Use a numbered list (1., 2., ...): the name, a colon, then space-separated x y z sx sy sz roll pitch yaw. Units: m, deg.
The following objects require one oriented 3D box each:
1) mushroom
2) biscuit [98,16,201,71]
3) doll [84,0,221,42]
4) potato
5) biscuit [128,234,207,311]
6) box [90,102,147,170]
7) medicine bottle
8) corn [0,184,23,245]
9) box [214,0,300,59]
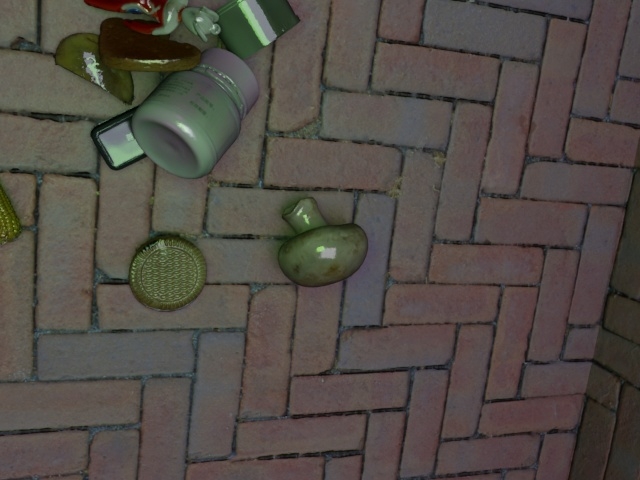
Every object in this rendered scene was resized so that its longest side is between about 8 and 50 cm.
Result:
1. mushroom: 0.000 0.000 1.939 0.298 0.297 0.289 -16 84 -15
2. biscuit: -0.468 -0.531 1.642 0.262 0.277 0.052 -5 133 -17
3. doll: -0.443 -0.643 1.629 0.384 0.099 0.188 26 90 8
4. potato: -0.613 -0.495 1.687 0.243 0.098 0.138 28 91 -24
5. biscuit: -0.479 0.106 1.889 0.259 0.079 0.258 -4 105 -17
6. box: -0.556 -0.301 1.757 0.201 0.090 0.144 -29 111 -11
7. medicine bottle: -0.340 -0.360 1.682 0.256 0.256 0.324 44 56 -23
8. corn: -0.932 -0.131 1.663 0.106 0.106 0.305 -22 109 -13
9. box: -0.190 -0.636 1.723 0.226 0.226 0.149 -36 112 -7
